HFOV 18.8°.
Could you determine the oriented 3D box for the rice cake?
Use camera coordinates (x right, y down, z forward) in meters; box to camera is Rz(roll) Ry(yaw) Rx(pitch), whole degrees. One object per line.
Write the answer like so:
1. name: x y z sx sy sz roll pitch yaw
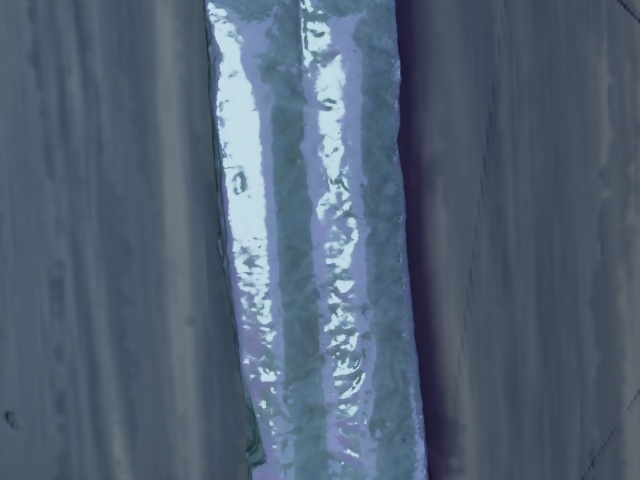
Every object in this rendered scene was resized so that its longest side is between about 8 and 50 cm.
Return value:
1. rice cake: -0.002 0.002 1.029 0.106 0.050 0.298 -5 100 -5
